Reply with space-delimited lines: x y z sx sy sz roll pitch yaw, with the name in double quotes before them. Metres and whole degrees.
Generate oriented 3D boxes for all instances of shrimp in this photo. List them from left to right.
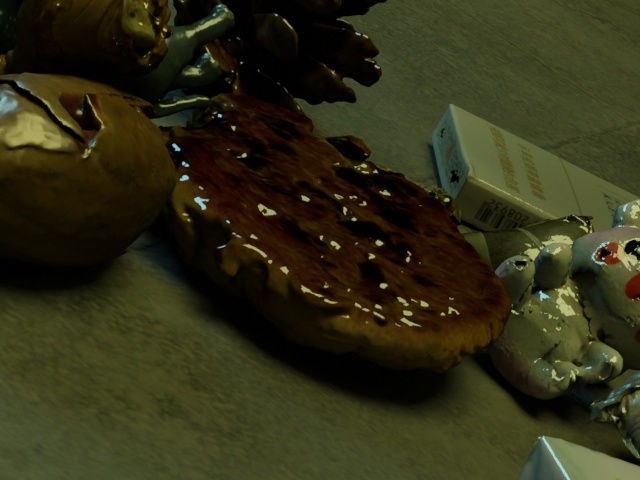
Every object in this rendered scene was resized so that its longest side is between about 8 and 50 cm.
"shrimp" 0.085 -0.036 1.751 0.101 0.042 0.190 31 1 -8

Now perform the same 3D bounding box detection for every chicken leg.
"chicken leg" -0.191 -0.141 1.421 0.107 0.251 0.087 11 70 -32

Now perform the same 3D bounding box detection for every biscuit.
"biscuit" -0.004 -0.001 1.529 0.289 0.081 0.334 15 25 -26

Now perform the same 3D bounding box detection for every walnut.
"walnut" -0.179 -0.047 1.333 0.137 0.137 0.245 39 12 23

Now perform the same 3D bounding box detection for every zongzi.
"zongzi" 0.175 0.053 1.686 0.176 0.078 0.160 -3 45 -19

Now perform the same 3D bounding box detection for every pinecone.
"pinecone" -0.040 -0.206 1.807 0.201 0.202 0.229 -7 26 -6

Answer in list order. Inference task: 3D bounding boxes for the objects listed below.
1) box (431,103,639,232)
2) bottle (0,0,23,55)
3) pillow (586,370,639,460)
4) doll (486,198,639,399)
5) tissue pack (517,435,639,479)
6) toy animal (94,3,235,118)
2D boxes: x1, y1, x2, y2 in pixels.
"box" 0.287 -0.009 1.994 0.365 0.051 0.204 25 21 -12
"bottle" -0.334 -0.200 1.455 0.271 0.143 0.156 23 30 -56
"pillow" 0.323 0.184 1.456 0.169 0.059 0.255 -22 54 -12
"doll" 0.224 0.060 1.595 0.192 0.095 0.149 -20 76 -14
"tissue pack" 0.216 0.243 1.175 0.185 0.124 0.225 19 22 -24
"toy animal" -0.170 -0.212 1.537 0.137 0.082 0.269 -36 93 -32
